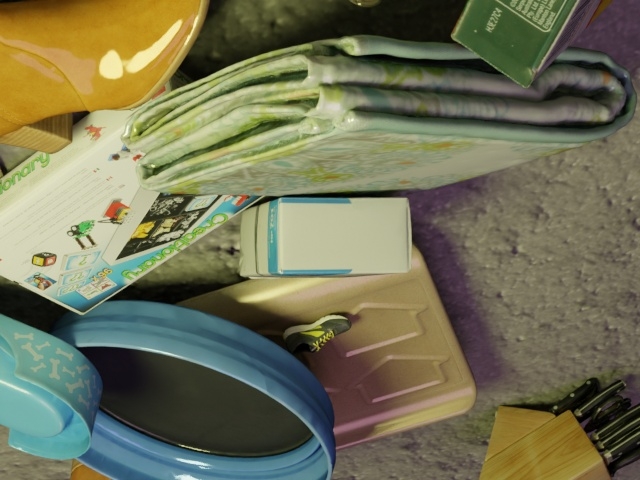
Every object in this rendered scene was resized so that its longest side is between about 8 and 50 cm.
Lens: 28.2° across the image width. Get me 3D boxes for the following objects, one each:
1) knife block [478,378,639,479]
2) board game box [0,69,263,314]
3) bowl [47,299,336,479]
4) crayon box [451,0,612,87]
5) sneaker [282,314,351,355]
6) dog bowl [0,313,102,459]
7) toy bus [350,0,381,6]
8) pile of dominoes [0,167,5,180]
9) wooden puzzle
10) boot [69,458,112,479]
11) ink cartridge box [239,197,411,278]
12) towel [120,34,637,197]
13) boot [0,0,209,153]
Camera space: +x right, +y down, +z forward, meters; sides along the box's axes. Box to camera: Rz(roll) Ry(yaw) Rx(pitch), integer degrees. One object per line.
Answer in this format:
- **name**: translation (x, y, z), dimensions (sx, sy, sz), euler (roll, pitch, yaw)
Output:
- **knife block**: translation (0.359, 0.328, 1.818), dimensions (0.242, 0.276, 0.088), euler (6, 150, 27)
- **board game box**: translation (-0.208, -0.044, 1.324), dimensions (0.305, 0.053, 0.193), euler (-32, 141, 21)
- **bowl**: translation (-0.167, 0.205, 1.542), dimensions (0.391, 0.077, 0.391), euler (11, 144, 8)
- **crayon box**: translation (0.242, -0.281, 1.032), dimensions (0.081, 0.318, 0.202), euler (36, 136, 12)
- **sneaker**: translation (-0.002, 0.115, 1.498), dimensions (0.083, 0.035, 0.031), euler (-18, 138, 8)
- **dog bowl**: translation (-0.378, 0.141, 1.419), dimensions (0.297, 0.074, 0.166), euler (23, 142, 1)
- **toy bus**: translation (0.073, -0.312, 1.030), dimensions (0.202, 0.104, 0.191), euler (-9, 123, 50)
- **pile of dominoes**: translation (-0.449, -0.037, 1.314), dimensions (0.251, 0.040, 0.196), euler (-1, 141, -27)
- **wooden puzzle**: translation (0.008, 0.137, 1.611), dimensions (0.322, 0.080, 0.348), euler (-18, 137, 8)
- **boot**: translation (-0.237, 0.328, 1.718), dimensions (0.197, 0.152, 0.073), euler (-10, 143, -2)
- **ink cartridge box**: translation (0.000, 0.000, 1.350), dimensions (0.139, 0.082, 0.190), euler (0, 179, -16)
- **towel**: translation (0.051, -0.106, 1.160), dimensions (0.374, 0.090, 0.320), euler (0, 173, -39)
- **boot**: translation (-0.256, -0.176, 1.106), dimensions (0.211, 0.104, 0.295), euler (18, 140, -42)
